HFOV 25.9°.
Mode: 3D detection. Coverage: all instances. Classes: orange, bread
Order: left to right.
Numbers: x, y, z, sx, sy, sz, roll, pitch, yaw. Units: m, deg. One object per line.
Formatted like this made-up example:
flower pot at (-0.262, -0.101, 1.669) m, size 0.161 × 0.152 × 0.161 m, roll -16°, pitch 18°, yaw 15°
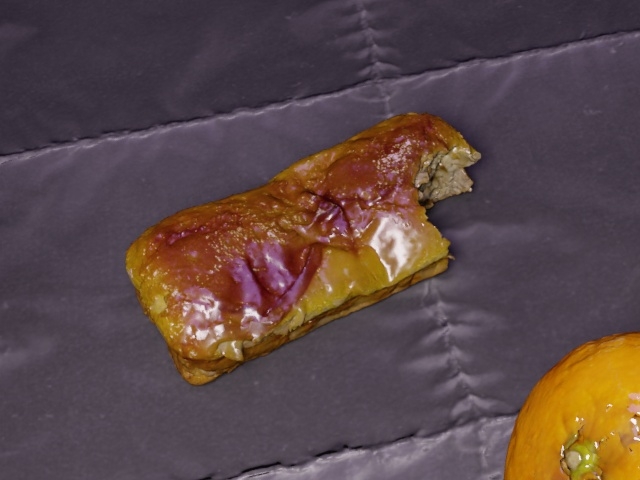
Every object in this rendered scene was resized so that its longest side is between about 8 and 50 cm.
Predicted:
bread at (0.000, 0.000, 1.397) m, size 0.380 × 0.109 × 0.185 m, roll -26°, pitch 51°, yaw -16°
orange at (0.268, 0.194, 1.114) m, size 0.246 × 0.246 × 0.246 m, roll -4°, pitch 49°, yaw 5°
